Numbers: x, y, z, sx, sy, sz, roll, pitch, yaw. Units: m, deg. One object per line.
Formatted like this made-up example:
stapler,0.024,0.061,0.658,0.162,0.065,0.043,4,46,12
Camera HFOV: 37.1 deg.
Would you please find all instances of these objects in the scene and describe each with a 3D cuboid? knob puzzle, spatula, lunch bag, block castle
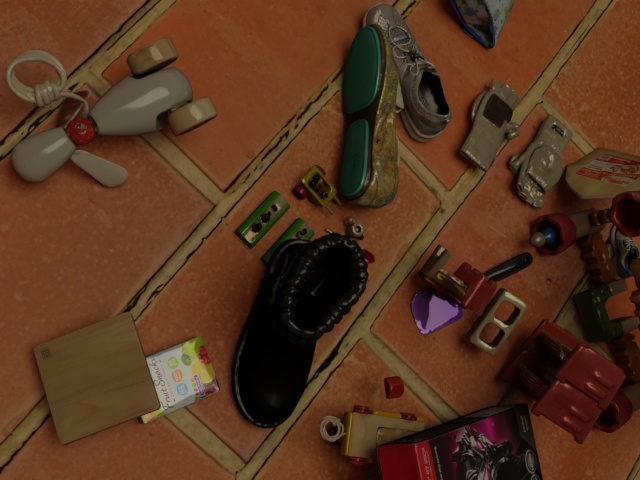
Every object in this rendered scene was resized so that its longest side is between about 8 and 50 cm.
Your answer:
knob puzzle,0.590,-0.124,1.955,0.213,0.213,0.030,-28,124,-26
spatula,0.303,0.088,1.858,0.296,0.030,0.084,-26,98,-27
lunch bag,0.341,-0.487,1.944,0.151,0.096,0.129,47,62,-43
block castle,0.601,0.138,1.840,0.212,0.303,0.454,-15,88,-32

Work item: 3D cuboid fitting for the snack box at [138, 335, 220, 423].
snack box,-0.248,0.230,1.578,0.141,0.037,0.100,-20,88,-25

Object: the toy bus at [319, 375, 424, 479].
toy bus,0.084,0.345,1.673,0.191,0.104,0.202,-38,102,-31

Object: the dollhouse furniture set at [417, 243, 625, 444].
dollhouse furniture set,0.339,0.182,1.734,0.374,0.201,0.152,34,94,-9

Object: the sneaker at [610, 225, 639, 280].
sneaker,0.650,0.018,2.015,0.052,0.058,0.135,10,76,-23

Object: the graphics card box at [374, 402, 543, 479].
graphics card box,0.260,0.434,1.676,0.370,0.094,0.233,-4,81,-49

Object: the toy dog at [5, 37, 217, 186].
toy dog,-0.341,-0.203,1.575,0.333,0.161,0.220,-9,87,-11

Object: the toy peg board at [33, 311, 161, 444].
toy peg board,-0.344,0.220,1.505,0.161,0.079,0.161,-20,74,-3

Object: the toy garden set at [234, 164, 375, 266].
toy garden set,0.000,0.000,1.725,0.244,0.049,0.204,47,66,-11

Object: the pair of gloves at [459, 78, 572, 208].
pair of gloves,0.396,-0.199,1.947,0.240,0.042,0.204,30,67,-19

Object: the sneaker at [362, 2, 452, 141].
sneaker,0.181,-0.334,1.829,0.105,0.115,0.281,-30,94,-26

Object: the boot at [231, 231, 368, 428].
boot,-0.041,0.153,1.547,0.131,0.260,0.348,12,89,-17

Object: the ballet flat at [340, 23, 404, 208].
ballet flat,0.104,-0.226,1.781,0.123,0.123,0.349,10,76,-23
